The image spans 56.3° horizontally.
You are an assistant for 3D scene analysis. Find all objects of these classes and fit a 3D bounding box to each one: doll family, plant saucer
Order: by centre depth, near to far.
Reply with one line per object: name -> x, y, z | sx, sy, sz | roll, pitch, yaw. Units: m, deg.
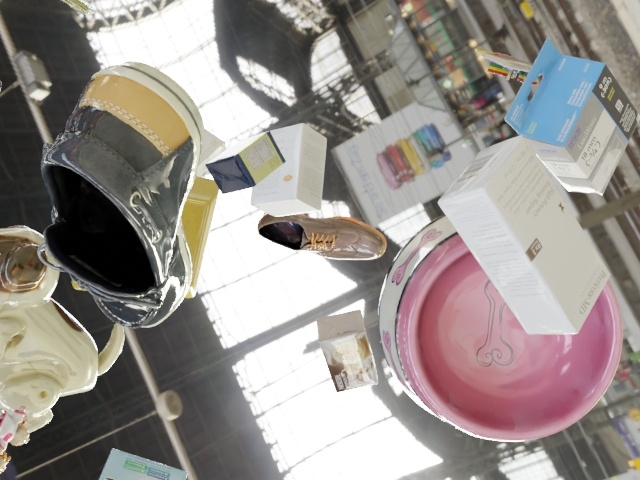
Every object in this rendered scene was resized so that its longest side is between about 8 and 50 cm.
doll family -> -0.643, 0.428, 1.102 | 0.163, 0.118, 0.263 | 73, -157, -55
plant saucer -> -0.417, -0.012, 1.501 | 0.333, 0.333, 0.081 | 9, -172, -37

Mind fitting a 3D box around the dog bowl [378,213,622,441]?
dog bowl -> 0.303, 0.144, 0.995 | 0.408, 0.408, 0.150 | 61, -176, -3

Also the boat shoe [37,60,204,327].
boat shoe -> -0.259, 0.001, 0.756 | 0.187, 0.500, 0.156 | 30, -125, -1

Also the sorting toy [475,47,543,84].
sorting toy -> 0.506, -0.456, 1.591 | 0.132, 0.046, 0.274 | 3, -152, -22

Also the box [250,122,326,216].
box -> -0.068, -0.149, 1.293 | 0.091, 0.130, 0.170 | 23, -112, -52

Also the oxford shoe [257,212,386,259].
oxford shoe -> 0.000, 0.000, 1.655 | 0.133, 0.364, 0.130 | -65, -16, -69

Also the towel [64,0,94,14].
towel -> -0.588, -0.564, 1.398 | 0.110, 0.027, 0.148 | 30, -171, -24

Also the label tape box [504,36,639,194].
label tape box -> 0.625, -0.298, 1.462 | 0.334, 0.240, 0.106 | 33, 172, -35

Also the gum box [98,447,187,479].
gum box -> -0.339, 0.480, 1.099 | 0.157, 0.041, 0.184 | 22, -162, -10

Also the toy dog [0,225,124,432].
toy dog -> -0.643, 0.174, 1.281 | 0.284, 0.395, 0.408 | -140, 41, -62

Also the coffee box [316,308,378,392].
coffee box -> 0.083, 0.339, 1.819 | 0.098, 0.141, 0.246 | -98, -5, -52

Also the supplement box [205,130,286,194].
supplement box -> -0.116, -0.121, 0.932 | 0.083, 0.083, 0.056 | -44, -65, -37

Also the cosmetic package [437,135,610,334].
cosmetic package -> 0.262, -0.001, 0.761 | 0.231, 0.085, 0.117 | 51, -120, -14

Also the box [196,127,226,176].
box -> -0.473, -0.286, 1.756 | 0.322, 0.232, 0.058 | 36, 156, 14
